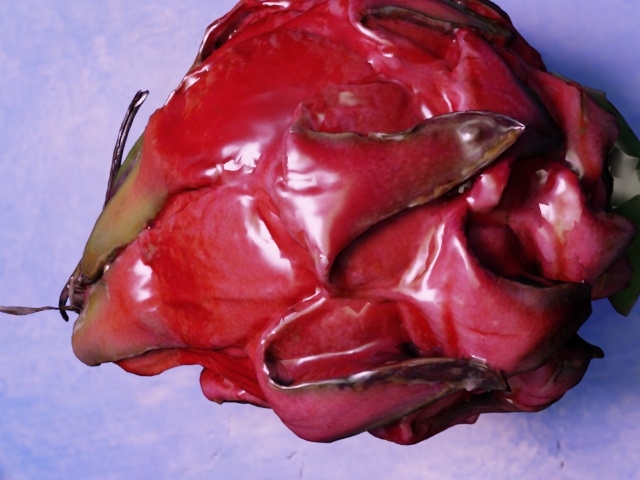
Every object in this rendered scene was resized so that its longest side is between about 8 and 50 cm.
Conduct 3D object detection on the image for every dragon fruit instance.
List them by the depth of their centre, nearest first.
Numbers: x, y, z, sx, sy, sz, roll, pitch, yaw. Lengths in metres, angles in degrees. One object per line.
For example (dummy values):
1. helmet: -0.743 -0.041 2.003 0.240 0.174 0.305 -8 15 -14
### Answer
1. dragon fruit: 0.000 0.000 0.657 0.293 0.234 0.234 -21 83 -1
